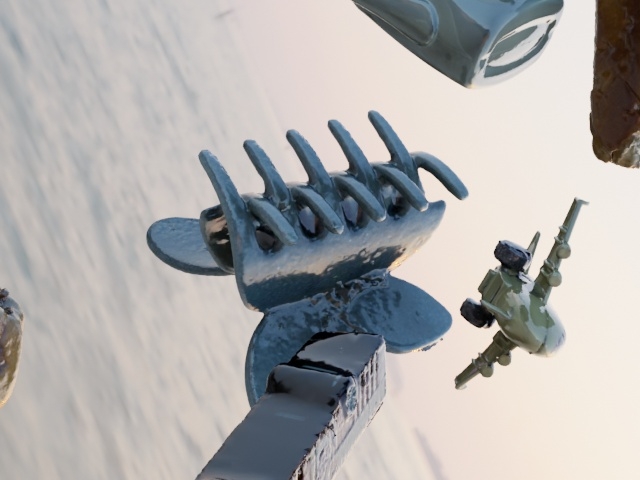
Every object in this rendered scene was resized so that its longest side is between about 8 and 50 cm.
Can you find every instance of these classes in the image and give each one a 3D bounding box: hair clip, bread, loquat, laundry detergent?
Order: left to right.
[{"bbox_3d":[-0.322,0.099,1.257,0.113,0.137,0.137,27,2,-2],"label":"loquat"},{"bbox_3d":[0.000,0.000,1.731,0.392,0.318,0.238,55,-31,36],"label":"hair clip"},{"bbox_3d":[0.090,-0.267,1.414,0.280,0.105,0.215,36,34,18],"label":"laundry detergent"},{"bbox_3d":[0.387,-0.240,1.457,0.149,0.195,0.344,14,-69,48],"label":"bread"}]

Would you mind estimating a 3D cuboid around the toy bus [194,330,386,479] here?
[{"bbox_3d":[-0.038,0.207,1.311,0.409,0.093,0.092,-47,137,-56],"label":"toy bus"}]

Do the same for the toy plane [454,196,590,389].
[{"bbox_3d":[0.191,0.061,1.342,0.092,0.229,0.244,31,13,1],"label":"toy plane"}]
